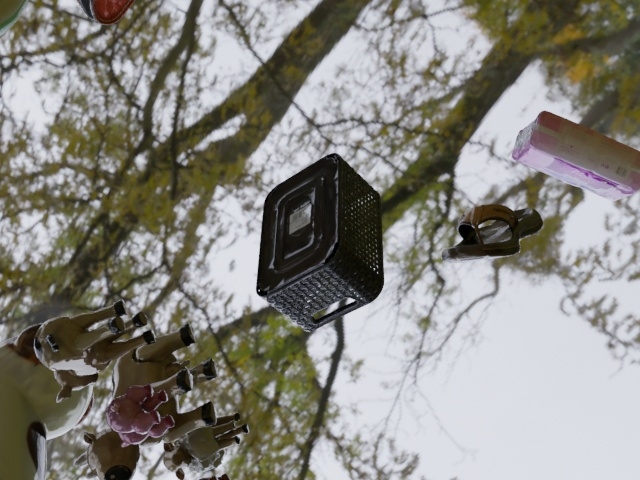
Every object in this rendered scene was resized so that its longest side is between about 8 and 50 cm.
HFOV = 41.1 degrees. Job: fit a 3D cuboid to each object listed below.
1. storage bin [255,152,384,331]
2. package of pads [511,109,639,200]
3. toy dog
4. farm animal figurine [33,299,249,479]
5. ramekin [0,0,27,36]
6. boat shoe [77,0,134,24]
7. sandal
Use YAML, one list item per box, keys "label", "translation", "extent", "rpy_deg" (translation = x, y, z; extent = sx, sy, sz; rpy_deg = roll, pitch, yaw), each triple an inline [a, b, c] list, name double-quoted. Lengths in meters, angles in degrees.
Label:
- label: "storage bin"
  translation: [0.000, 0.000, 1.001]
  extent: [0.084, 0.122, 0.180]
  rpy_deg: [40, -146, -34]
- label: "package of pads"
  translation: [0.178, -0.058, 0.588]
  extent: [0.083, 0.031, 0.050]
  rpy_deg: [23, 175, 1]
- label: "toy dog"
  translation: [-0.555, 0.320, 1.467]
  extent: [0.396, 0.284, 0.407]
  rpy_deg: [-3, -144, 22]
- label: "farm animal figurine"
  translation: [-0.241, 0.215, 1.092]
  extent: [0.326, 0.172, 0.330]
  rpy_deg: [-82, -31, -75]
- label: "ramekin"
  translation: [-0.423, -0.284, 0.798]
  extent: [0.303, 0.148, 0.303]
  rpy_deg: [34, -134, -45]
- label: "boat shoe"
  translation: [-0.110, -0.184, 0.521]
  extent: [0.049, 0.137, 0.043]
  rpy_deg: [-14, -122, -50]
- label: "sandal"
  translation: [0.202, -0.017, 1.001]
  extent: [0.219, 0.090, 0.060]
  rpy_deg: [-25, -79, -53]
